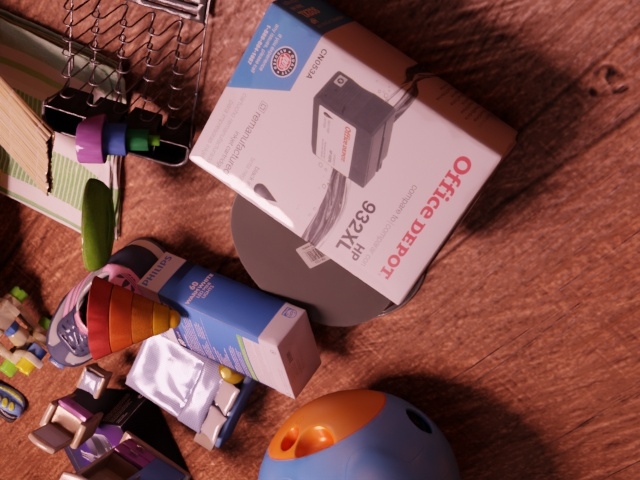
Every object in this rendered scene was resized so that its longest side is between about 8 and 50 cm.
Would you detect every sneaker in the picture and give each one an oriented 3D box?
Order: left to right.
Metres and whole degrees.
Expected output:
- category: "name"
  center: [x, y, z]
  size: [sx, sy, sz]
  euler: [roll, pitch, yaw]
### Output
- category: "sneaker"
  center: [-0.672, 0.301, 2.005]
  size: [0.188, 0.067, 0.078]
  euler: [31, 127, 5]
- category: "sneaker"
  center: [-0.367, 0.118, 1.611]
  size: [0.112, 0.131, 0.319]
  euler: [43, 123, -2]

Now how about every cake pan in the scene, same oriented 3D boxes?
- category: "cake pan"
  center: [0.000, 0.000, 1.376]
  size: [0.293, 0.054, 0.293]
  euler: [16, 129, 21]

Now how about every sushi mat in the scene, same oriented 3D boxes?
- category: "sushi mat"
  center: [-0.480, -0.209, 1.447]
  size: [0.316, 0.019, 0.151]
  euler: [45, 149, 15]

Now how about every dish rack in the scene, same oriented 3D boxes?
- category: "dish rack"
  center: [-0.246, -0.243, 1.312]
  size: [0.208, 0.074, 0.271]
  euler: [16, 129, 1]

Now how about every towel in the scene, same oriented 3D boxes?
- category: "towel"
  center: [-0.400, -0.161, 1.521]
  size: [0.248, 0.038, 0.325]
  euler: [25, 132, 15]

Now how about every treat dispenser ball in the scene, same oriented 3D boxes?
- category: "treat dispenser ball"
  center: [0.054, 0.354, 1.436]
  size: [0.288, 0.288, 0.288]
  euler: [17, 129, 21]

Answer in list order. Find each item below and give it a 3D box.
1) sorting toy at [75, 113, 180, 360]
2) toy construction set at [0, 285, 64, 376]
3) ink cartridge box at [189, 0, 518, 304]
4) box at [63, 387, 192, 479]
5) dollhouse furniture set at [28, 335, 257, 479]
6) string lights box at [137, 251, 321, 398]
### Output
- category: "sorting toy"
  center: [-0.257, 0.002, 1.390]
  size: [0.126, 0.127, 0.365]
  euler: [1, 117, -3]
- category: "toy construction set"
  center: [-0.600, 0.150, 1.809]
  size: [0.327, 0.151, 0.215]
  euler: [-6, 137, 38]
- category: "ink cartridge box"
  center: [0.038, -0.109, 1.184]
  size: [0.307, 0.129, 0.223]
  euler: [35, 115, 6]
- category: "box"
  center: [-0.357, 0.403, 1.861]
  size: [0.184, 0.103, 0.261]
  euler: [0, 121, 35]
- category: "dollhouse furniture set"
  center: [-0.294, 0.256, 1.593]
  size: [0.286, 0.198, 0.303]
  euler: [31, 106, 12]
- category: "string lights box"
  center: [-0.135, 0.123, 1.492]
  size: [0.259, 0.077, 0.133]
  euler: [21, 146, 28]
